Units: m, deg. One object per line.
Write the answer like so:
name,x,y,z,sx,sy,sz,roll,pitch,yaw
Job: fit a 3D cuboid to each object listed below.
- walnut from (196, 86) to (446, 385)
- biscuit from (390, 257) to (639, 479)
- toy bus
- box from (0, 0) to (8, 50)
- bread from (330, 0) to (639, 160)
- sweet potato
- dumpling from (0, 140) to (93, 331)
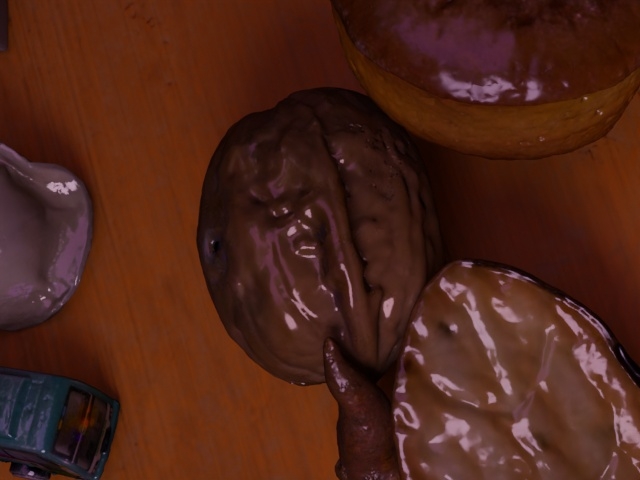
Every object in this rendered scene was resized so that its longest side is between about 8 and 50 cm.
walnut,0.000,0.000,1.446,0.198,0.198,0.245,-20,78,16
biscuit,0.149,0.133,1.382,0.203,0.041,0.260,-24,95,5
toy bus,-0.306,0.144,1.576,0.261,0.109,0.091,5,73,21
box,-0.406,-0.232,1.728,0.233,0.067,0.149,-10,74,18
bread,0.140,-0.205,1.411,0.312,0.172,0.312,-1,57,1
sweet potato,0.039,0.156,1.418,0.068,0.226,0.068,-15,28,8
dumpling,-0.264,-0.017,1.604,0.134,0.100,0.169,-16,73,2
